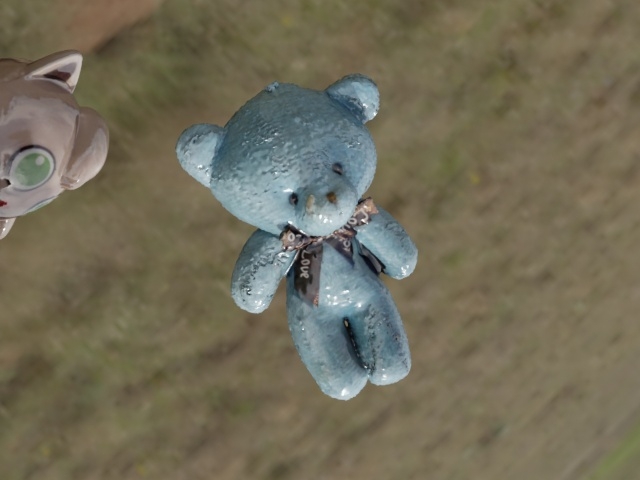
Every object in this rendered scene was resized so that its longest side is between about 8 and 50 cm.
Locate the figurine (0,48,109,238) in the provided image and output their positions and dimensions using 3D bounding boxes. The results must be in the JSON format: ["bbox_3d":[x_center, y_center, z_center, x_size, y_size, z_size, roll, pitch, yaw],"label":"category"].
[{"bbox_3d":[-0.222,-0.071,1.249,0.138,0.125,0.125,-31,163,-19],"label":"figurine"}]

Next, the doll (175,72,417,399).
[{"bbox_3d":[0.001,-0.001,0.957,0.120,0.179,0.075,-20,178,-15],"label":"doll"}]
